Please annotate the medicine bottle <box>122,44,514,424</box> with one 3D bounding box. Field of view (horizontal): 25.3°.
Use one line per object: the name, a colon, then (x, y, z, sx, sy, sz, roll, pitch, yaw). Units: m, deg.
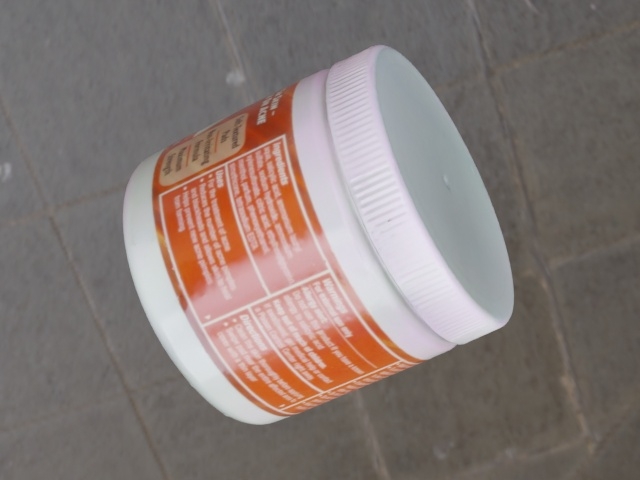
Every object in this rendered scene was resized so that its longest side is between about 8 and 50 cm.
medicine bottle: (0.000, 0.000, 1.178, 0.241, 0.252, 0.252, -23, 117, 19)
